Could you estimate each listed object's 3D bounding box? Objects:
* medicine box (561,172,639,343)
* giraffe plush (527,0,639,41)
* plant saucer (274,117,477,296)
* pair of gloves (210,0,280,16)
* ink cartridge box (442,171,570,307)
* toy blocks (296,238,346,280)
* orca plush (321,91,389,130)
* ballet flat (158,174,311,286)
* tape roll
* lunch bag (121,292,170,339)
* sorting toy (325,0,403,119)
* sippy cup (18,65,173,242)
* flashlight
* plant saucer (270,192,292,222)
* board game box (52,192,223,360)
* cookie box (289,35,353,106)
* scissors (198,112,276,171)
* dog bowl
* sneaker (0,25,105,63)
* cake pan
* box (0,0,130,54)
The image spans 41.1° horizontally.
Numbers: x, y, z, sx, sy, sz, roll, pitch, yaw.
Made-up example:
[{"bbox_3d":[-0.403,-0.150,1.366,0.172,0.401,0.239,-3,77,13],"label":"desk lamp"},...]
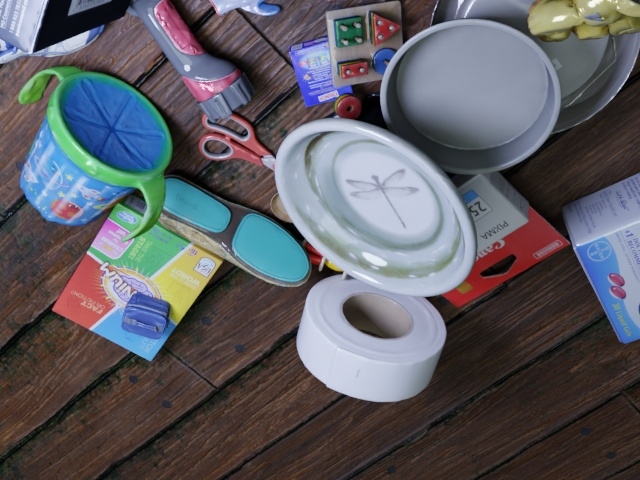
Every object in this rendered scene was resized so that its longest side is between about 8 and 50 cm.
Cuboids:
[{"bbox_3d":[0.648,0.013,1.613,0.289,0.149,0.264,-25,117,18],"label":"medicine box"},{"bbox_3d":[0.398,-0.399,1.266,0.181,0.210,0.171,-2,92,9],"label":"giraffe plush"},{"bbox_3d":[0.109,-0.072,1.517,0.400,0.100,0.401,25,145,19],"label":"plant saucer"},{"bbox_3d":[-0.137,-0.467,1.445,0.159,0.023,0.198,-18,118,14],"label":"pair of gloves"},{"bbox_3d":[0.284,0.013,1.650,0.261,0.066,0.296,40,128,-18],"label":"ink cartridge box"},{"bbox_3d":[0.000,0.000,1.701,0.148,0.054,0.123,22,115,2],"label":"toy blocks"},{"bbox_3d":[0.137,-0.172,1.559,0.287,0.102,0.151,18,121,-8],"label":"orca plush"},{"bbox_3d":[-0.179,-0.013,1.673,0.348,0.123,0.123,29,119,-9],"label":"ballet flat"},{"bbox_3d":[0.098,0.185,1.673,0.286,0.286,0.100,13,121,-4],"label":"tape roll"},{"bbox_3d":[-0.353,0.159,1.736,0.098,0.065,0.067,17,121,-6],"label":"lunch bag"},{"bbox_3d":[0.082,-0.343,1.465,0.132,0.046,0.275,-12,117,-11],"label":"sorting toy"},{"bbox_3d":[-0.425,-0.148,1.552,0.240,0.306,0.224,16,138,-39],"label":"sippy cup"},{"bbox_3d":[-0.233,-0.355,1.479,0.103,0.103,0.304,-4,125,51],"label":"flashlight"},{"bbox_3d":[-0.056,-0.072,1.678,0.083,0.015,0.083,3,132,4],"label":"plant saucer"},{"bbox_3d":[-0.377,0.079,1.766,0.242,0.064,0.317,30,118,-14],"label":"board game box"},{"bbox_3d":[0.002,-0.303,1.524,0.091,0.040,0.107,-13,119,9],"label":"cookie box"},{"bbox_3d":[-0.094,-0.159,1.630,0.297,0.021,0.109,22,120,-9],"label":"scissors"},{"bbox_3d":[0.353,-0.353,1.437,0.348,0.102,0.349,2,122,3],"label":"dog bowl"},{"bbox_3d":[-0.519,-0.351,1.477,0.296,0.131,0.112,-10,118,8],"label":"sneaker"},{"bbox_3d":[0.247,-0.242,1.413,0.293,0.054,0.293,7,131,8],"label":"cake pan"},{"bbox_3d":[-0.492,-0.484,1.257,0.395,0.293,0.212,28,119,1],"label":"box"}]
